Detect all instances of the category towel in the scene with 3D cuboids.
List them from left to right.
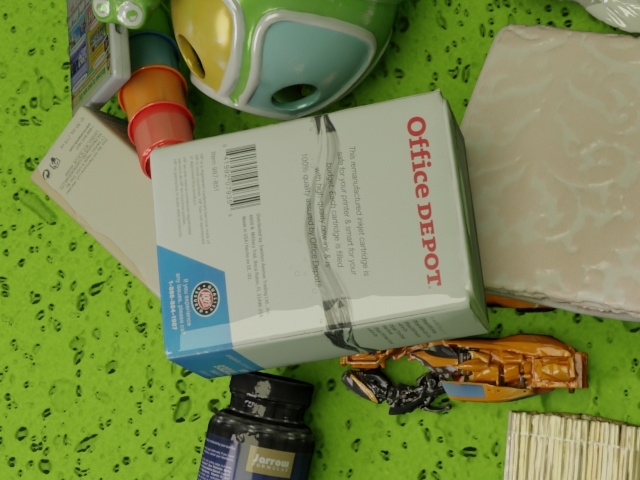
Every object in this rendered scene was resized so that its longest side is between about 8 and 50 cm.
[{"bbox_3d":[0.292,-0.072,1.504,0.332,0.053,0.317,11,70,29],"label":"towel"}]

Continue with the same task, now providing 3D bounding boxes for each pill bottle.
[{"bbox_3d":[-0.074,0.258,1.626,0.123,0.123,0.219,11,88,22],"label":"pill bottle"}]

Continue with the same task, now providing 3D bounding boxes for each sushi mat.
[{"bbox_3d":[0.260,0.341,1.543,0.151,0.019,0.316,3,85,22],"label":"sushi mat"}]

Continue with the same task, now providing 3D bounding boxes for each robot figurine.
[{"bbox_3d":[0.143,0.085,1.584,0.291,0.085,0.211,-1,82,21],"label":"robot figurine"}]

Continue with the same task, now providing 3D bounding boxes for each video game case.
[{"bbox_3d":[-0.256,-0.251,1.675,0.023,0.212,0.193,-1,81,-22],"label":"video game case"}]

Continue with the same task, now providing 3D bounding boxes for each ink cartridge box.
[{"bbox_3d":[0.000,0.000,1.468,0.307,0.129,0.223,-10,71,13],"label":"ink cartridge box"}]

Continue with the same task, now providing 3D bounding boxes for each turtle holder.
[{"bbox_3d":[-0.061,-0.255,1.585,0.243,0.320,0.227,30,109,25],"label":"turtle holder"}]

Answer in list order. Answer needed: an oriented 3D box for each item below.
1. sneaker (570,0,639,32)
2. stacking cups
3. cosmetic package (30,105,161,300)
[{"bbox_3d":[0.276,-0.310,1.563,0.232,0.090,0.115,21,120,14],"label":"sneaker"},{"bbox_3d":[-0.193,-0.194,1.670,0.096,0.096,0.316,-36,44,14],"label":"stacking cups"},{"bbox_3d":[-0.166,-0.012,1.677,0.309,0.160,0.113,42,100,21],"label":"cosmetic package"}]
